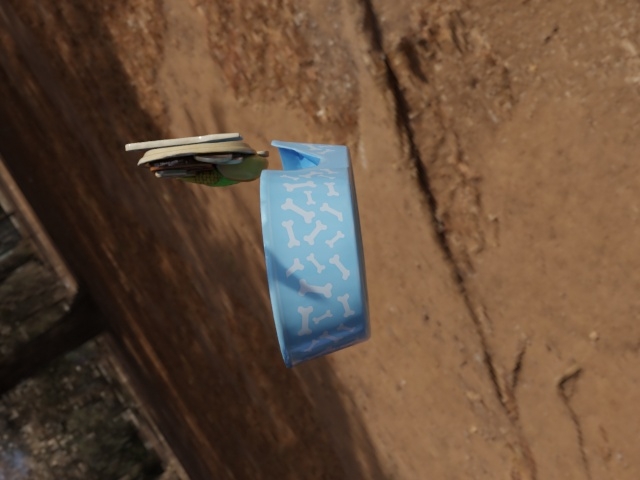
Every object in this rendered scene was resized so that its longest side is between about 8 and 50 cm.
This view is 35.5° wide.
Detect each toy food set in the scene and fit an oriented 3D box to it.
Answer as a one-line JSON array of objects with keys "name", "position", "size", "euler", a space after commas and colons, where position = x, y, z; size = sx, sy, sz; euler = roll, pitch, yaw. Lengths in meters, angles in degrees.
[{"name": "toy food set", "position": [-0.121, -0.076, 1.027], "size": [0.192, 0.133, 0.038], "euler": [7, -103, -84]}]

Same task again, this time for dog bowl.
[{"name": "dog bowl", "position": [0.000, 0.000, 0.892], "size": [0.297, 0.074, 0.165], "euler": [-88, -10, -74]}]
